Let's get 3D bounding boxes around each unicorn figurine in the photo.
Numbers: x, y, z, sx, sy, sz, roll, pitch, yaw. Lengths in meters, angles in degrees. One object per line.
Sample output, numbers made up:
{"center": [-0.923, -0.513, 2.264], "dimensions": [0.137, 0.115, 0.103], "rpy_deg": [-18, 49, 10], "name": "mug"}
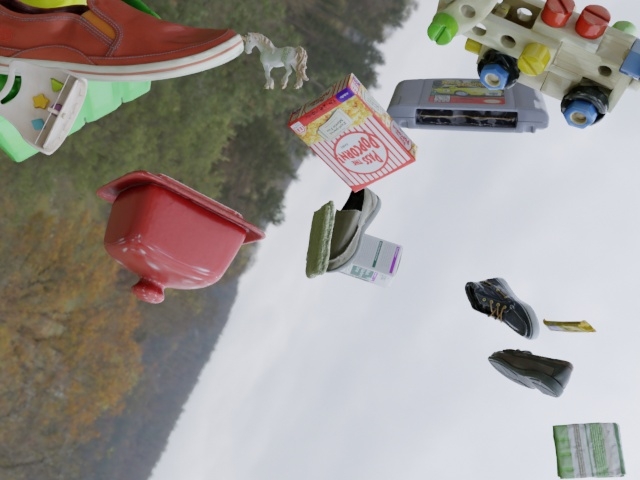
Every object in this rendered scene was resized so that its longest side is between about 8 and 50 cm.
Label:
{"center": [-0.093, -0.358, 1.325], "dimensions": [0.060, 0.161, 0.111], "rpy_deg": [-34, 126, -67], "name": "unicorn figurine"}

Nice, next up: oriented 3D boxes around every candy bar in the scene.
{"center": [0.568, 0.197, 1.537], "dimensions": [0.018, 0.040, 0.161], "rpy_deg": [-52, -171, -14], "name": "candy bar"}

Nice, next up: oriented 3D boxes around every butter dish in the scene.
{"center": [-0.167, 0.010, 0.716], "dimensions": [0.160, 0.160, 0.118], "rpy_deg": [-9, -121, 55], "name": "butter dish"}

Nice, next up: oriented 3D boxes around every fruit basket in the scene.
{"center": [-0.465, -0.351, 1.104], "dimensions": [0.392, 0.283, 0.392], "rpy_deg": [-38, 155, -22], "name": "fruit basket"}

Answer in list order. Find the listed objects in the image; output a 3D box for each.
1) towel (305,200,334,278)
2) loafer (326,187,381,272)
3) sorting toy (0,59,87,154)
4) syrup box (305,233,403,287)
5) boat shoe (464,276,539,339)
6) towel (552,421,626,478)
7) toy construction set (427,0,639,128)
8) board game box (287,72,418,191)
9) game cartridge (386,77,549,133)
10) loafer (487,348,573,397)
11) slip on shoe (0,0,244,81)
{"center": [0.000, 0.000, 1.317], "dimensions": [0.110, 0.027, 0.148], "rpy_deg": [151, -52, -73], "name": "towel"}
{"center": [0.055, -0.034, 1.548], "dimensions": [0.094, 0.087, 0.251], "rpy_deg": [3, -129, 37], "name": "loafer"}
{"center": [-0.281, -0.139, 0.660], "dimensions": [0.083, 0.075, 0.045], "rpy_deg": [-62, -169, 3], "name": "sorting toy"}
{"center": [0.088, 0.036, 1.753], "dimensions": [0.093, 0.236, 0.096], "rpy_deg": [104, 6, -67], "name": "syrup box"}
{"center": [0.360, 0.140, 1.340], "dimensions": [0.183, 0.083, 0.065], "rpy_deg": [-118, -153, -57], "name": "boat shoe"}
{"center": [0.567, 0.445, 1.414], "dimensions": [0.023, 0.152, 0.113], "rpy_deg": [117, -28, -71], "name": "towel"}
{"center": [0.241, -0.221, 0.663], "dimensions": [0.151, 0.327, 0.215], "rpy_deg": [-41, 160, -20], "name": "toy construction set"}
{"center": [0.060, -0.188, 1.203], "dimensions": [0.146, 0.193, 0.045], "rpy_deg": [-26, -146, 37], "name": "board game box"}
{"center": [0.282, -0.265, 1.291], "dimensions": [0.196, 0.294, 0.060], "rpy_deg": [-65, 156, -63], "name": "game cartridge"}
{"center": [0.520, 0.314, 1.646], "dimensions": [0.084, 0.096, 0.267], "rpy_deg": [-46, -163, -11], "name": "loafer"}
{"center": [-0.264, -0.261, 0.844], "dimensions": [0.123, 0.331, 0.101], "rpy_deg": [-96, -171, -65], "name": "slip on shoe"}
